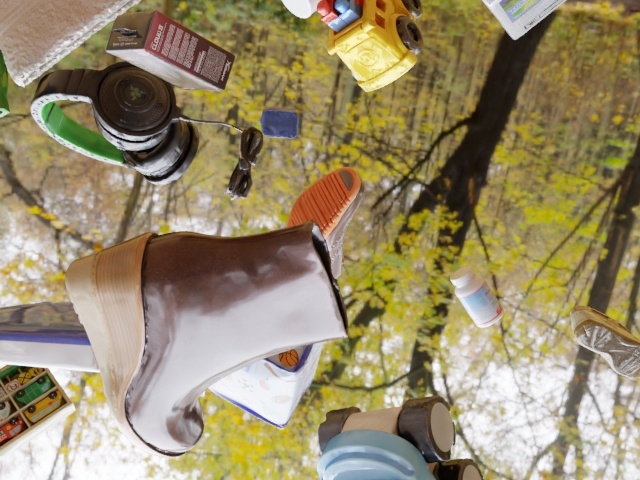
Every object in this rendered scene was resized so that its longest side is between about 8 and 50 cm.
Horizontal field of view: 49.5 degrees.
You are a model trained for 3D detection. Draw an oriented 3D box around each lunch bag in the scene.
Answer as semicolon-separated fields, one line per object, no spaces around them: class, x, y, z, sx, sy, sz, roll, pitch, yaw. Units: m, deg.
lunch bag;-0.102;-0.285;1.670;0.098;0.067;0.065;5;-162;-6
lunch bag;-0.208;0.272;1.796;0.385;0.328;0.239;27;-130;10

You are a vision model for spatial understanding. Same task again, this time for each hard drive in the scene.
hard drive;-0.282;0.099;0.776;0.318;0.040;0.210;-2;-178;30

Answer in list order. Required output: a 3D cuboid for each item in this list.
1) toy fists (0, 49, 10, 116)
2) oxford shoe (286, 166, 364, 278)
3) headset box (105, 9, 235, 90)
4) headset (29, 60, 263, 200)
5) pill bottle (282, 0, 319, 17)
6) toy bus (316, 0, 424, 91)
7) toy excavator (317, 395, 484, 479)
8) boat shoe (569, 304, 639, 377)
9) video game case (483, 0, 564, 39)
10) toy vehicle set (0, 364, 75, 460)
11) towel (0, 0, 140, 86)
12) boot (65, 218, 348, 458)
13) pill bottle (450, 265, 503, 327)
toy fists;-0.596;-0.257;1.010;0.096;0.142;0.279;-12;176;42
oxford shoe;0.000;0.000;1.441;0.132;0.364;0.130;13;-142;-34
headset box;-0.118;-0.145;0.531;0.062;0.032;0.083;14;177;45
headset;-0.289;-0.165;1.147;0.393;0.185;0.243;6;160;11
pill bottle;0.012;-0.565;1.456;0.117;0.118;0.208;25;-115;40
toy bus;0.083;-0.439;1.355;0.211;0.220;0.149;30;142;-35
toy excavator;0.113;0.537;1.098;0.222;0.433;0.445;-16;-157;33
boat shoe;0.344;0.116;0.815;0.135;0.050;0.045;35;-152;-25
video game case;0.371;-0.408;0.925;0.036;0.329;0.300;55;-158;6
toy vehicle set;-0.654;0.354;1.393;0.266;0.035;0.166;-34;-119;-27
towel;-0.457;-0.415;1.193;0.187;0.282;0.049;56;-174;11
boot;-0.078;0.096;0.585;0.206;0.249;0.090;-7;-142;8
pill bottle;0.422;0.150;1.885;0.087;0.160;0.087;-34;-168;8
